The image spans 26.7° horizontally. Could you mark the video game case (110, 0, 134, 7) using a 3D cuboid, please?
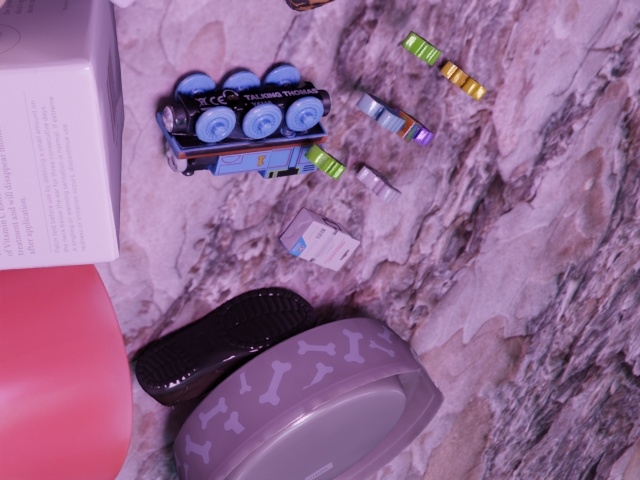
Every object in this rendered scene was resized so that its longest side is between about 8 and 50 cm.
[{"bbox_3d":[-0.120,-0.368,0.923,0.300,0.329,0.036,-41,160,4],"label":"video game case"}]

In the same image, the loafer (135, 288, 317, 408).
[{"bbox_3d":[-0.108,0.125,1.554,0.220,0.080,0.078,-21,147,-14],"label":"loafer"}]

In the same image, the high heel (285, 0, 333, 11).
[{"bbox_3d":[0.085,-0.298,1.325,0.261,0.093,0.186,-12,156,-42],"label":"high heel"}]

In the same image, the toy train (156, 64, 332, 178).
[{"bbox_3d":[-0.076,-0.112,1.357,0.184,0.080,0.105,-10,137,-28],"label":"toy train"}]

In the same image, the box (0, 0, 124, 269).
[{"bbox_3d":[-0.327,-0.097,1.003,0.345,0.215,0.168,-3,125,-3],"label":"box"}]

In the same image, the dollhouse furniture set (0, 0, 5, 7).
[{"bbox_3d":[-0.281,-0.254,0.828,0.161,0.242,0.212,-44,179,31],"label":"dollhouse furniture set"}]

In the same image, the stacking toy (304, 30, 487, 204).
[{"bbox_3d":[0.077,-0.130,1.415,0.167,0.052,0.221,-51,157,10],"label":"stacking toy"}]

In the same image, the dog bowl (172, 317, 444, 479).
[{"bbox_3d":[-0.021,0.224,1.612,0.349,0.102,0.348,-26,154,-14],"label":"dog bowl"}]

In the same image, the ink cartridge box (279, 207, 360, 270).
[{"bbox_3d":[0.000,0.000,1.542,0.083,0.028,0.048,24,111,-44],"label":"ink cartridge box"}]

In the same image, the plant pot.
[{"bbox_3d":[-0.333,0.123,1.159,0.243,0.275,0.275,-15,134,-36],"label":"plant pot"}]
